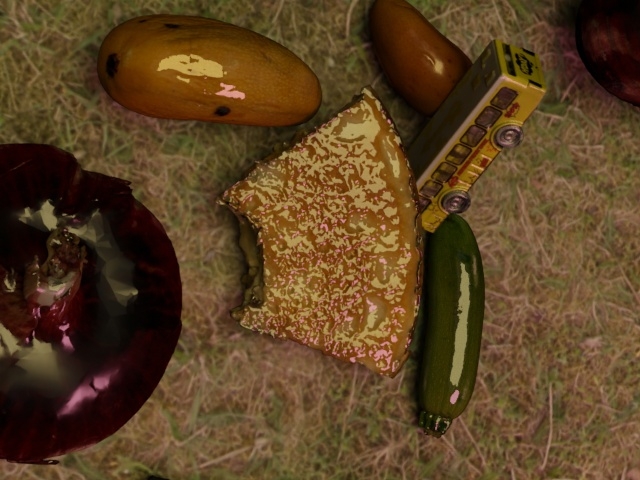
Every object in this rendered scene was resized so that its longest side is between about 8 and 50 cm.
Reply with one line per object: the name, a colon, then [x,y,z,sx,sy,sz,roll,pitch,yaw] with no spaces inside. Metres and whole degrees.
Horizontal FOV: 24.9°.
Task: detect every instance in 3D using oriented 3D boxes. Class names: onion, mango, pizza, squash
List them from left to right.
onion: [-0.274,0.061,1.376,0.314,0.232,0.314,1,87,-23]
mango: [-0.105,-0.175,1.497,0.262,0.157,0.109,1,96,-35]
pizza: [0.000,0.000,1.558,0.223,0.089,0.323,-8,101,-9]
mango: [0.107,-0.200,1.612,0.159,0.105,0.084,42,100,-4]
squash: [0.150,0.096,1.638,0.069,0.069,0.258,4,87,-22]
onion: [0.426,-0.254,1.674,0.281,0.221,0.281,-2,94,-23]

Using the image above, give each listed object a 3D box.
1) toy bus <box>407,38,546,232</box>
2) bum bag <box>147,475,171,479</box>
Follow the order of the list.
toy bus: [0.159,-0.108,1.567,0.074,0.226,0.081,21,40,-22]
bum bag: [-0.139,0.284,1.534,0.124,0.034,0.058,12,98,-21]
